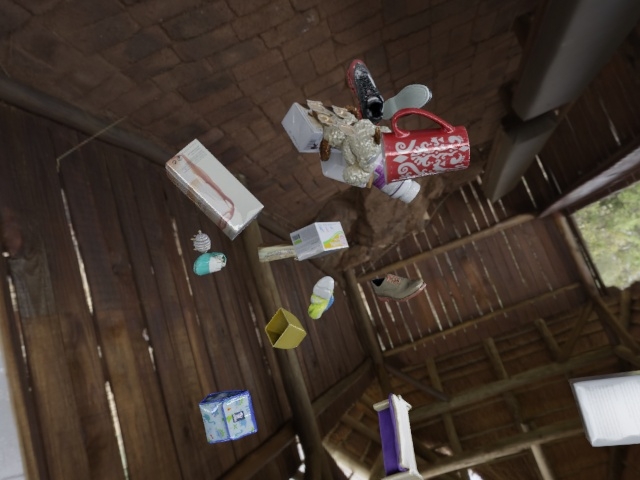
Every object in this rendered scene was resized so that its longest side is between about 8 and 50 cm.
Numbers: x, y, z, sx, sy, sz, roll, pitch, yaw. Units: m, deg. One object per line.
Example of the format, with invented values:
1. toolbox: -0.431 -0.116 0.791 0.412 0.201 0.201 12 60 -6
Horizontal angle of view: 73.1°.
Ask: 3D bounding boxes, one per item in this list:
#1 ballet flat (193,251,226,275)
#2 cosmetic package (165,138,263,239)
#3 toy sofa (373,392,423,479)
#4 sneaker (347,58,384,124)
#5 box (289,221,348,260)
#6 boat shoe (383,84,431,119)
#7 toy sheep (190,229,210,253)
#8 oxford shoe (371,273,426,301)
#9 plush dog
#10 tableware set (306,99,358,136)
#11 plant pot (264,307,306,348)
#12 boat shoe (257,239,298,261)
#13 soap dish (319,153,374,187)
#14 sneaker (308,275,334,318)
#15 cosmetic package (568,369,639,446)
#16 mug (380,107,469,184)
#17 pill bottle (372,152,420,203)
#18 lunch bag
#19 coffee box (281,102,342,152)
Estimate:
1. ballet flat: -0.433 0.089 1.746 0.087 0.083 0.247 3 -174 2
2. cosmetic package: -0.338 -0.155 1.378 0.129 0.296 0.153 -47 -176 -20
3. toy sofa: 0.329 0.892 1.948 0.150 0.362 0.177 -31 124 24
4. sneaker: 0.185 -0.580 1.702 0.098 0.276 0.135 -20 -165 -6
5. box: 0.000 0.000 1.563 0.114 0.103 0.203 -23 173 26
6. boat shoe: 0.388 -0.608 1.901 0.091 0.114 0.302 -11 -172 -29
7. toy sheep: -0.595 0.008 2.163 0.091 0.091 0.132 -15 125 -13
8. oxford shoe: 0.387 0.236 2.230 0.123 0.130 0.348 -44 -166 -35
9. plush dog: 0.111 -0.357 1.507 0.262 0.225 0.210 -57 164 -13
10. tableware set: 0.037 -0.368 1.290 0.141 0.168 0.020 7 132 -30
11. plant pot: -0.088 0.249 1.188 0.083 0.081 0.081 29 102 -34
12. boat shoe: -0.168 0.053 2.158 0.285 0.089 0.104 -3 -163 -7
13. soap dish: 0.134 -0.403 2.151 0.118 0.291 0.228 -43 139 -32
14. sneaker: 0.019 0.253 2.025 0.126 0.091 0.240 -26 146 -56
15. cosmetic package: 1.193 0.595 1.574 0.453 0.230 0.161 -15 164 21
16. mug: 0.215 -0.190 0.895 0.169 0.113 0.150 -6 155 6
17. pill bottle: 0.376 -0.330 2.311 0.169 0.302 0.169 -54 -169 15
18. lunch bag: -0.276 0.530 1.312 0.151 0.128 0.096 -13 -179 8
19. coffee box: 0.011 -0.464 1.801 0.297 0.168 0.119 -11 153 -45
